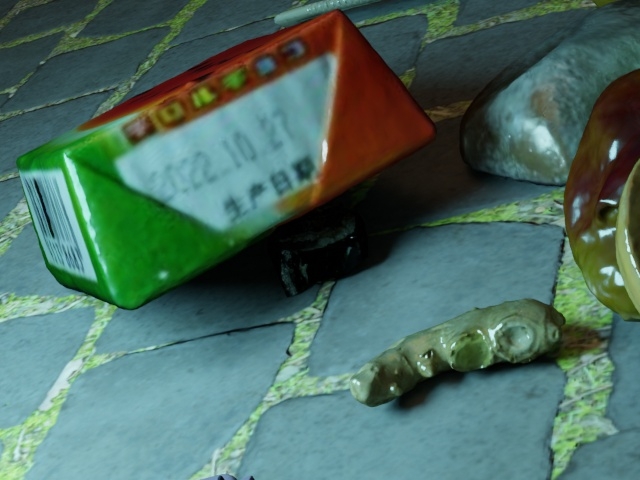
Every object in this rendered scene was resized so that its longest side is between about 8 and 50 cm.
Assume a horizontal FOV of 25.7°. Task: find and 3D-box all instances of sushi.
[{"bbox_3d":[0.000,0.000,1.333,0.083,0.056,0.084,-16,27,13],"label":"sushi"}]

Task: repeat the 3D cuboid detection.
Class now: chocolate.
[{"bbox_3d":[-0.118,-0.082,1.391,0.341,0.161,0.360,-30,12,-17],"label":"chocolate"},{"bbox_3d":[0.272,-0.168,1.406,0.303,0.100,0.185,-33,24,-29],"label":"chocolate"}]

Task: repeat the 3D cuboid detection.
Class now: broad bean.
[{"bbox_3d":[0.263,-0.040,1.091,0.156,0.122,0.228,-5,48,26],"label":"broad bean"}]

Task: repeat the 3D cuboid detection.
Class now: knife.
[{"bbox_3d":[0.095,-0.338,1.941,0.365,0.043,0.089,-10,-5,29],"label":"knife"}]

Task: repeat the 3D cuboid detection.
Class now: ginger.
[{"bbox_3d":[0.107,0.087,1.096,0.173,0.051,0.069,-24,19,7],"label":"ginger"}]

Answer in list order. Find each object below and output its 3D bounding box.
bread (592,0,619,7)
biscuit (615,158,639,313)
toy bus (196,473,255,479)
[{"bbox_3d":[0.371,-0.281,1.528,0.077,0.116,0.200,-48,29,-12],"label":"bread"},{"bbox_3d":[0.359,-0.041,0.991,0.275,0.052,0.355,36,69,17],"label":"biscuit"},{"bbox_3d":[-0.123,0.228,0.947,0.199,0.096,0.108,-17,21,17],"label":"toy bus"}]
